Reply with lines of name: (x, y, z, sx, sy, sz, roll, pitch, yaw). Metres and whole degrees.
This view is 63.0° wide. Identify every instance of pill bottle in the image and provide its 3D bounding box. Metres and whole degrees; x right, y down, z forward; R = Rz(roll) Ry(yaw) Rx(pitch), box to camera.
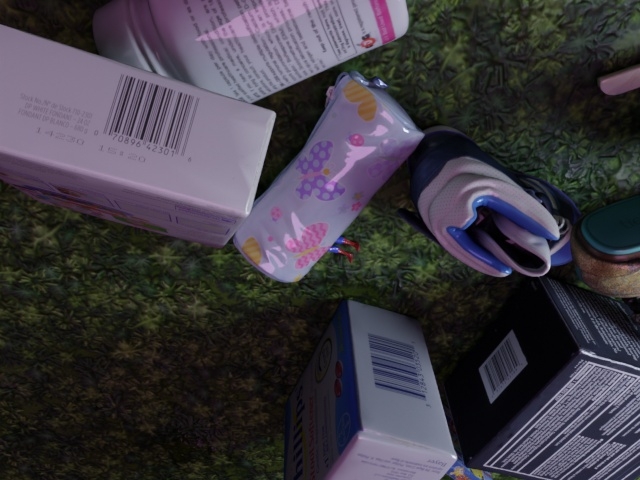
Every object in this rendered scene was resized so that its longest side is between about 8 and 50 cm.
pill bottle: (-0.069, -0.229, 0.529, 0.283, 0.160, 0.160, -21, 122, 11)

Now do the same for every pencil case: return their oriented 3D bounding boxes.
pencil case: (0.004, -0.072, 0.653, 0.124, 0.113, 0.273, 22, 118, -35)

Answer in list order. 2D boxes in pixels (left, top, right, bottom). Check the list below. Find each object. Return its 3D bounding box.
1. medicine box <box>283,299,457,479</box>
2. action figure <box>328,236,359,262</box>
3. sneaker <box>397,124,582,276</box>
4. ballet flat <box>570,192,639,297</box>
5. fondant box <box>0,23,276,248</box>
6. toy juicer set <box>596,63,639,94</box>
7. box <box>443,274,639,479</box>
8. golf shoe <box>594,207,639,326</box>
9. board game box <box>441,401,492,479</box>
medicine box: (0.055, 0.294, 0.824, 0.149, 0.263, 0.289, 18, 121, -14)
action figure: (0.000, 0.000, 0.767, 0.115, 0.030, 0.038, 21, 124, -13)
sneaker: (0.246, -0.003, 0.650, 0.322, 0.236, 0.130, 30, 118, -21)
ballet flat: (0.447, -0.027, 0.568, 0.348, 0.123, 0.123, -21, 122, 8)
fondant box: (-0.195, -0.075, 0.540, 0.238, 0.330, 0.096, 15, 80, -13)
toy juicer set: (0.523, -0.130, 0.626, 0.209, 0.089, 0.329, -38, 99, 13)
box: (0.414, 0.247, 0.859, 0.294, 0.183, 0.296, 19, 123, -13)
golf shoe: (0.457, 0.032, 0.708, 0.120, 0.105, 0.273, -34, 123, 19)
board game box: (0.236, 0.366, 0.959, 0.035, 0.136, 0.201, -38, 117, 20)
